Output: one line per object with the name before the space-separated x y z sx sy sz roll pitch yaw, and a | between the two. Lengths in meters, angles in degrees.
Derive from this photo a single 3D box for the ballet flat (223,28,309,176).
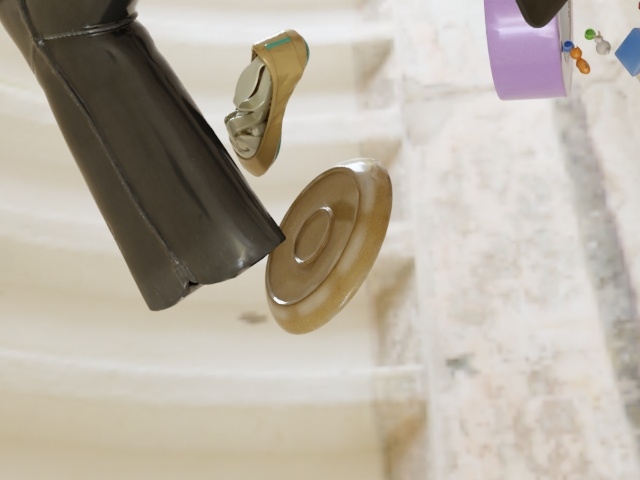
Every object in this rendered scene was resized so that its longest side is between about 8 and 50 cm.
ballet flat | -0.080 -0.159 1.690 0.080 0.073 0.232 52 142 27

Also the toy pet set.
toy pet set | 0.370 -0.247 1.730 0.114 0.122 0.065 62 -177 32

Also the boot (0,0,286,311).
boot | -0.175 -0.165 1.590 0.367 0.146 0.445 -23 95 51

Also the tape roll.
tape roll | 0.269 -0.318 1.812 0.275 0.090 0.274 -2 -90 -76

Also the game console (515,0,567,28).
game console | 0.278 -0.383 1.358 0.293 0.250 0.173 55 -145 -39

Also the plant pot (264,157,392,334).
plant pot | 0.000 0.000 1.713 0.236 0.032 0.236 -42 33 35
